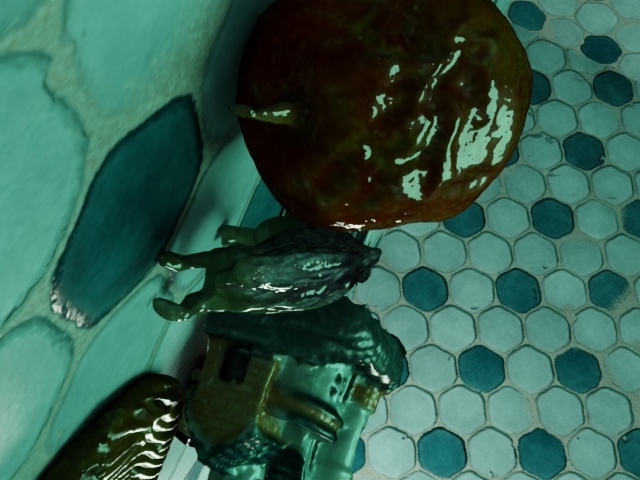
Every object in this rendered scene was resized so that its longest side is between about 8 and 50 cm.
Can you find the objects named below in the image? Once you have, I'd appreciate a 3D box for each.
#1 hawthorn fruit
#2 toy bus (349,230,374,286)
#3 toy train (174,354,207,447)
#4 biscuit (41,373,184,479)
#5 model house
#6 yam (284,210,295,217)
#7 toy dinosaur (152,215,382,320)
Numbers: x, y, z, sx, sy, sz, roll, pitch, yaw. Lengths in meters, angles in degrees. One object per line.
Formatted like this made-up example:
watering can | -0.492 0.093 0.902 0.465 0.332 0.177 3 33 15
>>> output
hawthorn fruit | 0.021 -0.093 0.532 0.243 0.207 0.207 -20 142 -48
toy bus | -0.024 0.069 1.050 0.138 0.097 0.343 -94 -155 -63
toy train | -0.141 0.195 0.930 0.087 0.050 0.138 -53 168 -34
biscuit | -0.219 0.267 0.707 0.318 0.040 0.318 -59 171 -15
model house | -0.041 0.210 0.845 0.253 0.184 0.291 59 48 -63
yam | -0.046 -0.003 0.946 0.029 0.027 0.234 -107 -146 -53
toy dinosaur | -0.034 0.024 0.606 0.294 0.162 0.077 -37 122 -74
